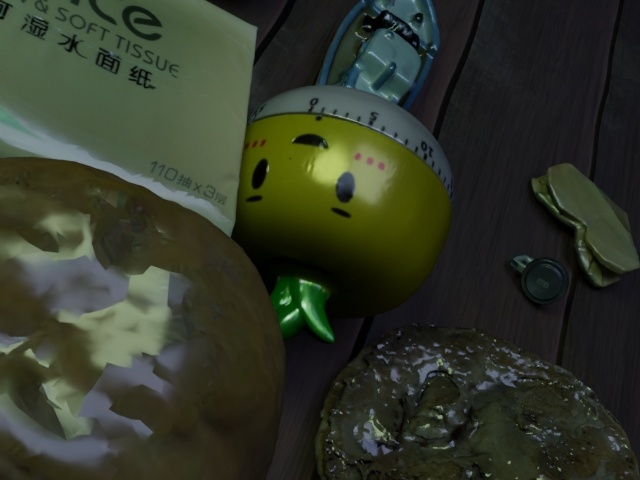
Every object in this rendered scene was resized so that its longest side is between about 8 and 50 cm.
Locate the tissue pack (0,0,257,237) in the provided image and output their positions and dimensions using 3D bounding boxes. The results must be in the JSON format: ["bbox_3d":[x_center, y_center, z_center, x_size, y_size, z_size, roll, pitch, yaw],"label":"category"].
[{"bbox_3d":[-0.283,-0.145,0.991,0.405,0.205,0.331,24,46,-24],"label":"tissue pack"}]

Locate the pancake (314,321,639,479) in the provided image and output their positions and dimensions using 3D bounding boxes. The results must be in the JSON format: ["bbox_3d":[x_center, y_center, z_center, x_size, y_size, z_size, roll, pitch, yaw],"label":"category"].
[{"bbox_3d":[0.173,0.241,1.086,0.387,0.082,0.387,7,37,-5],"label":"pancake"}]

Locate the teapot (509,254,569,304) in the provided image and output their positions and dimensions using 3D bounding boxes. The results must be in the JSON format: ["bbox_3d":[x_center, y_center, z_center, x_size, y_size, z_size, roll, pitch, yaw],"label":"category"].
[{"bbox_3d":[0.311,0.047,1.423,0.088,0.066,0.057,31,23,13],"label":"teapot"}]

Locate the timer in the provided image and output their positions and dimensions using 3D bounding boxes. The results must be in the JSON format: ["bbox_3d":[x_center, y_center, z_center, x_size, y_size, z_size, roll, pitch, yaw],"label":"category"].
[{"bbox_3d":[0.000,0.000,1.082,0.285,0.285,0.285,19,52,-27],"label":"timer"}]

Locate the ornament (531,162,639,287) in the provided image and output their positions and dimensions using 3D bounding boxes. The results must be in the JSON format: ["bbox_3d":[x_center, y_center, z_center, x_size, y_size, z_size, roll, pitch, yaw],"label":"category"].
[{"bbox_3d":[0.426,-0.032,1.561,0.180,0.059,0.201,-14,70,-45],"label":"ornament"}]

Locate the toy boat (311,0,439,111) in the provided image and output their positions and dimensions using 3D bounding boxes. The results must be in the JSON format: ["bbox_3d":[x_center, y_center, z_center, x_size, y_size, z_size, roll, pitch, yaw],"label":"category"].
[{"bbox_3d":[0.090,-0.260,1.400,0.145,0.133,0.331,36,46,-12],"label":"toy boat"}]

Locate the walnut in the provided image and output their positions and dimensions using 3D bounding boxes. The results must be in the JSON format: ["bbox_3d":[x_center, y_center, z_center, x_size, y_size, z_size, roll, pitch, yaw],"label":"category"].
[{"bbox_3d":[-0.210,0.111,0.789,0.384,0.383,0.383,19,52,-27],"label":"walnut"}]
